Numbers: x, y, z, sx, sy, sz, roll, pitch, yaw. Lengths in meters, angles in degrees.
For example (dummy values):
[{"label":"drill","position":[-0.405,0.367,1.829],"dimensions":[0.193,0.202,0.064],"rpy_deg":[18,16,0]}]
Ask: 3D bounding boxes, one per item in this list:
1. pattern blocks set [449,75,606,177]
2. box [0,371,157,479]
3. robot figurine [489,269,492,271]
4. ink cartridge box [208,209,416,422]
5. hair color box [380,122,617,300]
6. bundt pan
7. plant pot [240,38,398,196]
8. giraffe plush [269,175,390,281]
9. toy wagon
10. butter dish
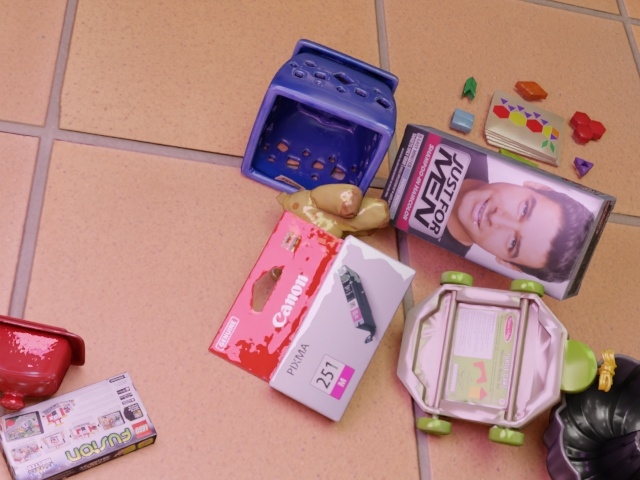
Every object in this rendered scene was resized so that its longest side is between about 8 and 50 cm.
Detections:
[{"label":"pattern blocks set","position":[0.442,-0.241,2.023],"dimensions":[0.325,0.026,0.285],"rpy_deg":[29,51,3]},{"label":"box","position":[-0.356,0.278,1.366],"dimensions":[0.207,0.036,0.114],"rpy_deg":[-17,63,-28]},{"label":"robot figurine","position":[0.317,0.010,1.758],"dimensions":[0.067,0.101,0.115],"rpy_deg":[-28,39,-27]},{"label":"ink cartridge box","position":[-0.014,0.114,1.510],"dimensions":[0.239,0.060,0.275],"rpy_deg":[28,82,1]},{"label":"hair color box","position":[0.301,-0.057,1.654],"dimensions":[0.375,0.185,0.114],"rpy_deg":[25,14,25]},{"label":"bundt pan","position":[0.512,0.361,1.551],"dimensions":[0.331,0.124,0.330],"rpy_deg":[10,52,-13]},{"label":"plant pot","position":[0.010,-0.221,1.736],"dimensions":[0.236,0.236,0.212],"rpy_deg":[21,45,-3]},{"label":"giraffe plush","position":[0.000,0.000,1.627],"dimensions":[0.210,0.181,0.170],"rpy_deg":[16,73,-21]},{"label":"toy wagon","position":[0.300,0.195,1.524],"dimensions":[0.345,0.068,0.267],"rpy_deg":[6,74,20]},{"label":"butter dish","position":[-0.427,0.184,1.344],"dimensions":[0.160,0.160,0.118],"rpy_deg":[14,65,-8]}]
